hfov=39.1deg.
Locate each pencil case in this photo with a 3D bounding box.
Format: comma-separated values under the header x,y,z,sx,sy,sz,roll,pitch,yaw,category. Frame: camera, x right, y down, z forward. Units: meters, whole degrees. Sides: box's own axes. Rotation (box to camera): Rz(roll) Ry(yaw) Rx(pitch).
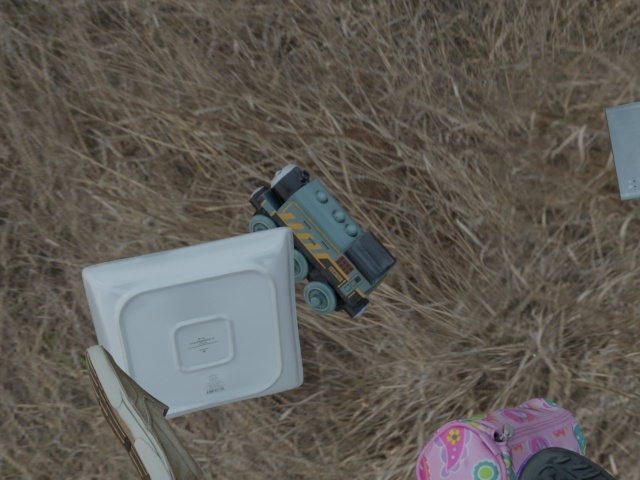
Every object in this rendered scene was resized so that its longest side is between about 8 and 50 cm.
x,y,z,sx,sy,sz,roll,pitch,yaw,category
0.235,0.268,1.126,0.124,0.284,0.124,-3,85,35,pencil case

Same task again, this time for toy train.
x,y,z,sx,sy,sz,roll,pitch,yaw,category
0.000,0.000,1.809,0.334,0.142,0.190,50,133,4,toy train

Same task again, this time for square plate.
x,y,z,sx,sy,sz,roll,pitch,yaw,category
-0.198,0.163,1.525,0.347,0.049,0.344,-12,121,-14,square plate

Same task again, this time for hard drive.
x,y,z,sx,sy,sz,roll,pitch,yaw,category
0.358,-0.098,0.889,0.135,0.022,0.094,-10,91,16,hard drive

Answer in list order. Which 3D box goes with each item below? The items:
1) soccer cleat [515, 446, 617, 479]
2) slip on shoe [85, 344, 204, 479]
x,y,z,sx,sy,sz,roll,pitch,yaw,category
0.299,0.316,0.966,0.318,0.116,0.109,42,88,-23,soccer cleat
-0.137,0.137,0.695,0.041,0.051,0.135,-25,69,-27,slip on shoe
